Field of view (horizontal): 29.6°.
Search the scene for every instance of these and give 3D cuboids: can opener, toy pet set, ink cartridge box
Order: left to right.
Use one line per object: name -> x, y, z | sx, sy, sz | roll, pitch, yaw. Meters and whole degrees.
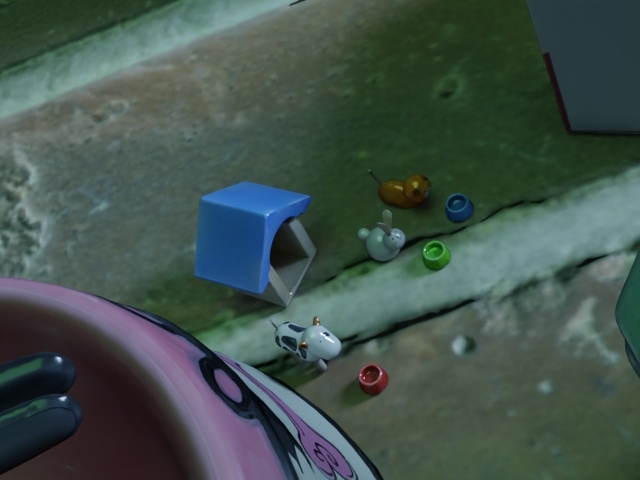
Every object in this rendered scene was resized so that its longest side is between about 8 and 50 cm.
can opener -> -0.179, 0.090, 0.458 | 0.186, 0.073, 0.059 | -16, 46, 0
toy pet set -> 0.000, 0.000, 0.627 | 0.114, 0.065, 0.122 | 15, 64, 28
ink cartridge box -> 0.165, -0.162, 0.630 | 0.072, 0.127, 0.175 | 2, 59, 26

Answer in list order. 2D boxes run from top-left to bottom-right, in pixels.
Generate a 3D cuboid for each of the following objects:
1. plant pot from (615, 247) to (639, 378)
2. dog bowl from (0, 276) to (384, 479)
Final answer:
plant pot -> 0.256, 0.035, 0.407 | 0.252, 0.247, 0.247 | -36, 51, 19
dog bowl -> -0.159, 0.193, 0.510 | 0.408, 0.150, 0.408 | -10, 55, 15
